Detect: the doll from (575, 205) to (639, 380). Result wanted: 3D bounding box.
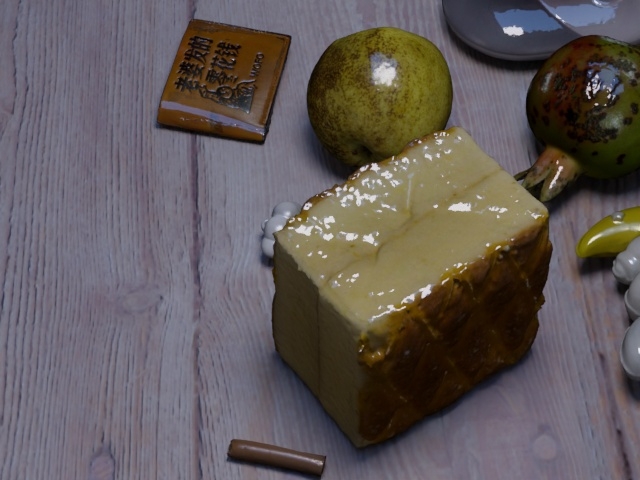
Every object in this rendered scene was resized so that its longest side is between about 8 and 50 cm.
[{"bbox_3d":[0.439,0.043,1.909,0.252,0.111,0.237,-16,54,-14],"label":"doll"}]

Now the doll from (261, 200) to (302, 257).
[{"bbox_3d":[0.000,0.000,1.980,0.162,0.062,0.106,17,50,14],"label":"doll"}]

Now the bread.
[{"bbox_3d":[0.103,0.056,1.802,0.279,0.279,0.207,-28,58,-22],"label":"bread"}]

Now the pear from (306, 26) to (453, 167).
[{"bbox_3d":[0.080,-0.178,2.043,0.197,0.197,0.197,0,52,0],"label":"pear"}]

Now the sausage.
[{"bbox_3d":[-0.051,0.251,1.804,0.116,0.026,0.026,10,52,9],"label":"sausage"}]

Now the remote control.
[{"bbox_3d":[0.339,-0.348,2.226,0.332,0.103,0.221,-8,50,-4],"label":"remote control"}]

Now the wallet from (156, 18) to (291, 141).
[{"bbox_3d":[-0.135,-0.227,2.173,0.160,0.042,0.196,9,52,7],"label":"wallet"}]

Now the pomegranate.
[{"bbox_3d":[0.344,-0.157,2.043,0.246,0.198,0.198,-41,51,20],"label":"pomegranate"}]
